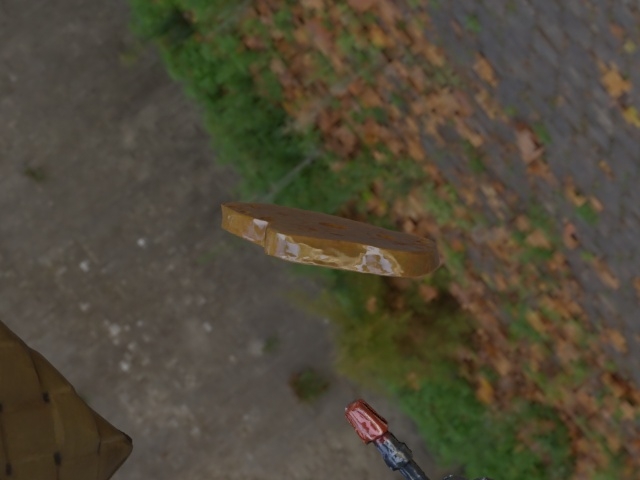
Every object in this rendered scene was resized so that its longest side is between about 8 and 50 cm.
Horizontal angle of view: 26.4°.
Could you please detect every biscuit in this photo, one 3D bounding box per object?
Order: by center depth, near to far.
[{"bbox_3d":[0.000,0.002,0.845,0.140,0.023,0.118,15,-169,24],"label":"biscuit"}]

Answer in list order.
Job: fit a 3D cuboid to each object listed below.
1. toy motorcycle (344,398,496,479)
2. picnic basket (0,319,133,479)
[{"bbox_3d":[0.002,0.249,0.856,0.221,0.326,0.148,48,-154,-11],"label":"toy motorcycle"},{"bbox_3d":[-0.162,0.102,0.444,0.128,0.178,0.138,-9,131,46],"label":"picnic basket"}]
